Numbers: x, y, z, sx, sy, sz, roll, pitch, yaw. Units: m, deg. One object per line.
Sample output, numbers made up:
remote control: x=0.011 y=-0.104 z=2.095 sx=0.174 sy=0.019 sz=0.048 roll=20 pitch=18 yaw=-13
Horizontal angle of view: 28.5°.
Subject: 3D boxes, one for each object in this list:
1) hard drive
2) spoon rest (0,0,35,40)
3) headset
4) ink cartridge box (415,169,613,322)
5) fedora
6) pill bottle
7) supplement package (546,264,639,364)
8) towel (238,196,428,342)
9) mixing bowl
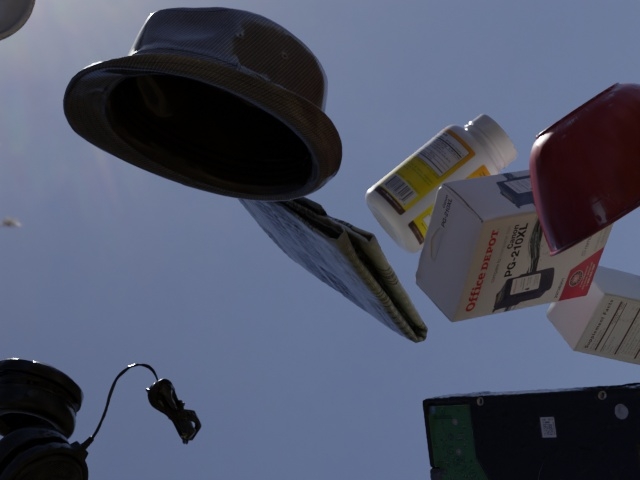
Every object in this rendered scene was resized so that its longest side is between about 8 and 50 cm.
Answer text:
hard drive: x=0.277 y=0.292 z=1.487 sx=0.064 sy=0.339 sz=0.236 roll=-3 pitch=-96 yaw=-45
spoon rest: x=-0.412 y=-0.348 z=1.491 sx=0.137 sy=0.276 sz=0.084 roll=-7 pitch=-27 yaw=-9
headset: x=-0.366 y=0.279 z=1.690 sx=0.394 sy=0.243 sz=0.185 roll=-23 pitch=-43 yaw=9
ink cartridge box: x=0.263 y=0.001 z=1.691 sx=0.237 sy=0.100 sz=0.172 roll=-9 pitch=-50 yaw=-28
fedora: x=-0.102 y=-0.148 z=1.245 sx=0.243 sy=0.276 sz=0.124 roll=119 pitch=167 yaw=-64
pill bottle: x=0.179 y=-0.087 z=1.836 sx=0.215 sy=0.117 sz=0.117 roll=-38 pitch=-37 yaw=-5
supplement package: x=0.450 y=0.112 z=1.885 sx=0.179 sy=0.105 sz=0.105 roll=13 pitch=-66 yaw=-22
towel: x=0.000 y=0.000 z=1.873 sx=0.056 sy=0.312 sz=0.324 roll=-50 pitch=-39 yaw=-9
mixing bowl: x=0.253 y=-0.075 z=1.110 sx=0.181 sy=0.098 sz=0.181 roll=-33 pitch=-2 yaw=-2
